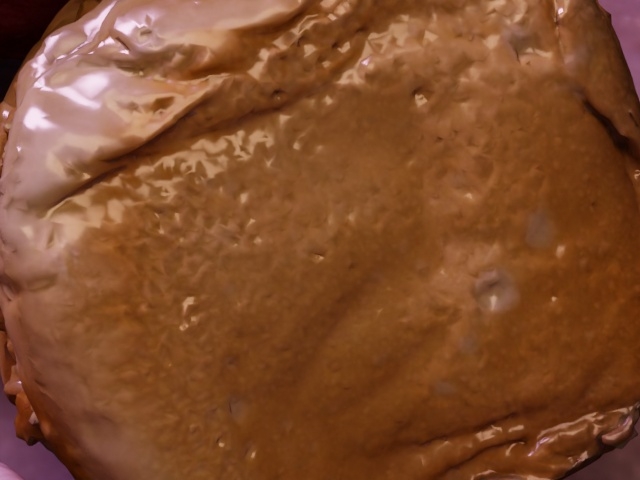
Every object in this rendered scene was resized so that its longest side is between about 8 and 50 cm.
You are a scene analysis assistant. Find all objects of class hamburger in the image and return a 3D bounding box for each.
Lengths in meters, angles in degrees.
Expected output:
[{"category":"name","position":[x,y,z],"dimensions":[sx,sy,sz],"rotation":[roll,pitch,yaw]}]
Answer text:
[{"category":"hamburger","position":[-0.001,-0.001,0.540],"dimensions":[0.214,0.108,0.213],"rotation":[-2,98,-15]}]

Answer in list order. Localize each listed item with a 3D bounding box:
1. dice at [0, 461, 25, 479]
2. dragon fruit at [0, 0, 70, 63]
[{"category":"dice","position":[-0.106,0.122,0.505],"dimensions":[0.094,0.091,0.093],"rotation":[-36,70,-26]},{"category":"dragon fruit","position":[-0.119,-0.168,0.597],"dimensions":[0.250,0.315,0.250],"rotation":[-7,76,30]}]
